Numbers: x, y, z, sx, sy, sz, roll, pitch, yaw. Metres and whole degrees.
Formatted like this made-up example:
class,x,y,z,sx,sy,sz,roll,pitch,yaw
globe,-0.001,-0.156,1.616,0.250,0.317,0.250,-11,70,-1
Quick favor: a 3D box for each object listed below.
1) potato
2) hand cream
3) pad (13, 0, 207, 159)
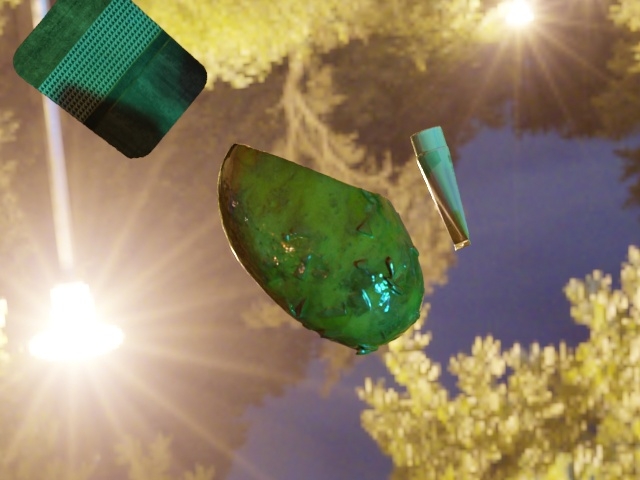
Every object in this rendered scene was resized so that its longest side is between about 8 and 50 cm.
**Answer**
class,x,y,z,sx,sy,sz,roll,pitch,yaw
potato,0.000,0.000,1.482,0.176,0.298,0.141,-47,-169,-12
hand cream,0.175,-0.072,1.810,0.047,0.174,0.076,-17,177,-10
pad,-0.207,-0.271,1.660,0.323,0.250,0.055,-37,-137,16
